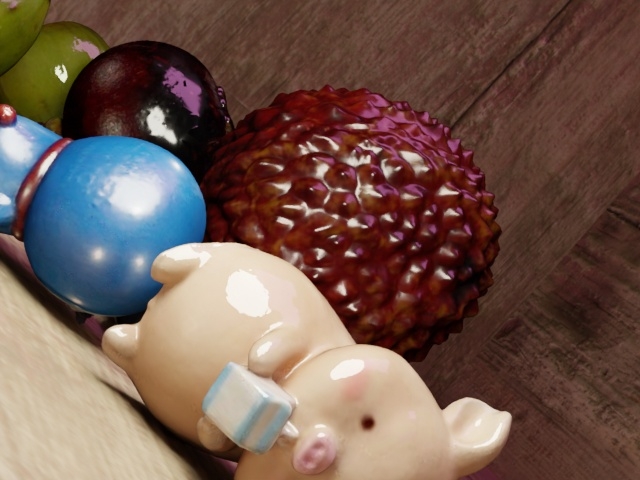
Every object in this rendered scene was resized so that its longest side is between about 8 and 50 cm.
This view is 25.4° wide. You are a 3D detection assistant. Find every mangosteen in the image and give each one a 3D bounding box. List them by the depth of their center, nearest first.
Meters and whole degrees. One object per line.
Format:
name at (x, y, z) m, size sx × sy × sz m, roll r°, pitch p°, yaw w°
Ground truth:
mangosteen at (-0.270, -0.148, 2.125) m, size 0.297 × 0.293 × 0.297 m, roll 167°, pitch -90°, yaw -68°

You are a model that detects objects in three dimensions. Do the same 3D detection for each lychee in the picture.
lychee at (0.000, 0.000, 1.955) m, size 0.424 × 0.500 × 0.425 m, roll 172°, pitch -90°, yaw -89°

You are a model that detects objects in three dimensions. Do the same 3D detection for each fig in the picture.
fig at (-0.487, -0.316, 1.951) m, size 0.203 × 0.225 × 0.203 m, roll 58°, pitch -12°, yaw 21°
fig at (-0.411, -0.244, 2.296) m, size 0.230 × 0.207 × 0.207 m, roll 41°, pitch 0°, yaw 0°

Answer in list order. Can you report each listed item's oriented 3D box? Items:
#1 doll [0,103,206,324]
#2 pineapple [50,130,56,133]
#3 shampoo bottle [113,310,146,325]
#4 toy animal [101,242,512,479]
doll at (-0.230, -0.029, 1.240) m, size 0.257 × 0.161 × 0.215 m, roll 27°, pitch 34°, yaw 8°
pineapple at (-0.382, -0.121, 1.786) m, size 0.114 × 0.077 × 0.114 m, roll 28°, pitch -5°, yaw 6°
shampoo bottle at (-0.165, 0.054, 1.483) m, size 0.134 × 0.078 × 0.359 m, roll 43°, pitch 4°, yaw -20°
toy animal at (-0.015, 0.129, 1.119) m, size 0.256 × 0.195 × 0.213 m, roll 45°, pitch 10°, yaw 33°
